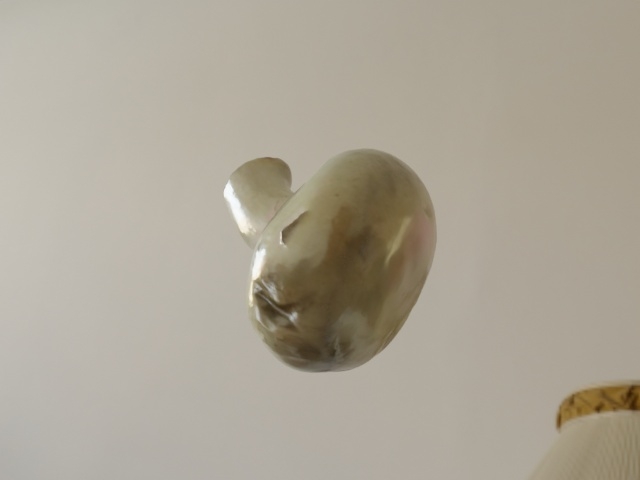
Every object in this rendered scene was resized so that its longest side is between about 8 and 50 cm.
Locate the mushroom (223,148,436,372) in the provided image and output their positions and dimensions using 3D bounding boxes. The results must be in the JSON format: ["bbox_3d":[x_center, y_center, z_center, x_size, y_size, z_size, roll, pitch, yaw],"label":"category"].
[{"bbox_3d":[0.032,0.017,1.052,0.316,0.356,0.314,-1,-64,-2],"label":"mushroom"}]
